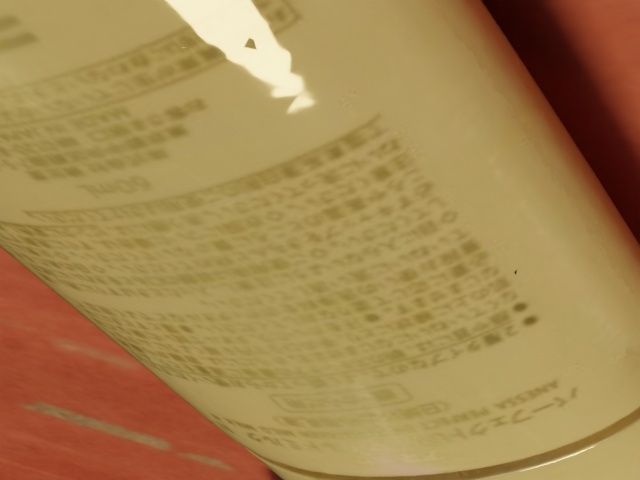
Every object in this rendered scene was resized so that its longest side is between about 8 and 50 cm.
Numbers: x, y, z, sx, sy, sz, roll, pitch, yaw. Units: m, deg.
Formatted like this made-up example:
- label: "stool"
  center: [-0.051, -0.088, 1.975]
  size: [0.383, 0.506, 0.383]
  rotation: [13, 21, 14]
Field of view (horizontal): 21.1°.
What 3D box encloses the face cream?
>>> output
- label: "face cream"
  center: [0.000, 0.000, 0.498]
  size: [0.173, 0.081, 0.348]
  rotation: [-9, 145, 29]
